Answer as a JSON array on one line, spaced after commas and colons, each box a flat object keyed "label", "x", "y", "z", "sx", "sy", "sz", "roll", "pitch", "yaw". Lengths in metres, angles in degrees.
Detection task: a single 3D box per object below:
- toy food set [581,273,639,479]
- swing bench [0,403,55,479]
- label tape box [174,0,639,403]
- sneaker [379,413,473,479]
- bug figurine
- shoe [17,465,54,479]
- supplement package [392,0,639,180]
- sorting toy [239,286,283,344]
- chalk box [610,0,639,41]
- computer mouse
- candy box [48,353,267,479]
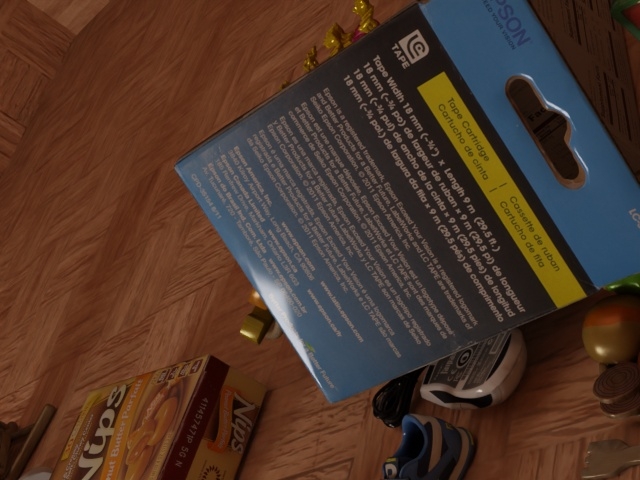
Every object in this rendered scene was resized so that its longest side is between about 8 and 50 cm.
[{"label": "toy food set", "x": 0.229, "y": 0.062, "z": 0.800, "sx": 0.132, "sy": 0.038, "sz": 0.192, "roll": -24, "pitch": 38, "yaw": 51}, {"label": "swing bench", "x": -0.582, "y": 0.318, "z": 1.769, "sx": 0.165, "sy": 0.253, "sz": 0.255, "roll": -27, "pitch": 35, "yaw": 49}, {"label": "label tape box", "x": 0.082, "y": -0.044, "z": 0.897, "sx": 0.333, "sy": 0.240, "sz": 0.106, "roll": -28, "pitch": 9, "yaw": 37}, {"label": "sneaker", "x": 0.067, "y": 0.200, "z": 0.908, "sx": 0.053, "sy": 0.059, "sz": 0.144, "roll": -16, "pitch": 46, "yaw": 53}, {"label": "bug figurine", "x": 0.013, "y": -0.201, "z": 1.528, "sx": 0.279, "sy": 0.072, "sz": 0.216, "roll": -44, "pitch": 19, "yaw": 36}, {"label": "shoe", "x": -0.425, "y": 0.365, "z": 1.639, "sx": 0.178, "sy": 0.063, "sz": 0.081, "roll": -54, "pitch": 28, "yaw": 14}, {"label": "supplement package", "x": 0.156, "y": -0.133, "z": 1.067, "sx": 0.204, "sy": 0.145, "sz": 0.262, "roll": -39, "pitch": 28, "yaw": 34}, {"label": "sorting toy", "x": 0.000, "y": 0.000, "z": 1.170, "sx": 0.307, "sy": 0.041, "sz": 0.229, "roll": -59, "pitch": -8, "yaw": -44}, {"label": "chalk box", "x": 0.324, "y": -0.186, "z": 0.766, "sx": 0.179, "sy": 0.180, "sz": 0.289, "roll": -22, "pitch": 39, "yaw": 53}, {"label": "computer mouse", "x": 0.115, "y": 0.109, "z": 0.962, "sx": 0.106, "sy": 0.042, "sz": 0.193, "roll": -58, "pitch": 17, "yaw": -17}, {"label": "candy box", "x": -0.200, "y": 0.246, "z": 1.329, "sx": 0.316, "sy": 0.087, "sz": 0.183, "roll": -21, "pitch": 41, "yaw": 53}]
